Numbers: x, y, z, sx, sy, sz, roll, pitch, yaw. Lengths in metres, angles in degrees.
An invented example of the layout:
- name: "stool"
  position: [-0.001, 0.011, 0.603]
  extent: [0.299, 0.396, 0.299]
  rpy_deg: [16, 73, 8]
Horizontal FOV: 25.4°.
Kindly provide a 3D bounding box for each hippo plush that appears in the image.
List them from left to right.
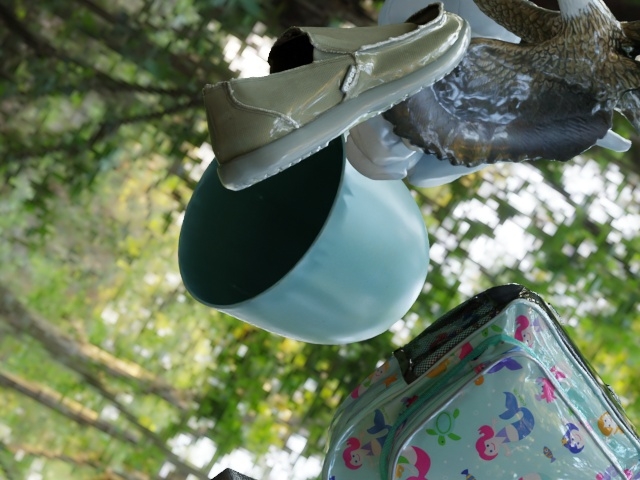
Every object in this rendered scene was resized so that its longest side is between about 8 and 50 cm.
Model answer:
- name: "hippo plush"
  position: [0.151, -0.203, 1.573]
  extent: [0.294, 0.234, 0.236]
  rpy_deg: [-11, -102, 32]

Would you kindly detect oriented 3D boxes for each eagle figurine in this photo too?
- name: "eagle figurine"
  position: [0.223, -0.188, 1.368]
  extent: [0.226, 0.298, 0.225]
  rpy_deg: [-22, 112, -65]

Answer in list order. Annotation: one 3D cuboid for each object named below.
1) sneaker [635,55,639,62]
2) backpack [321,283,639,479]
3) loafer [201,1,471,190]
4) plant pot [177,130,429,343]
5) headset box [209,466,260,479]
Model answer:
- name: "sneaker"
  position: [0.443, -0.251, 1.926]
  extent: [0.109, 0.043, 0.040]
  rpy_deg: [-28, 177, -31]
- name: "backpack"
  position: [0.131, 0.190, 1.209]
  extent: [0.253, 0.225, 0.191]
  rpy_deg: [-35, -171, 10]
- name: "loafer"
  position: [0.013, -0.127, 1.051]
  extent: [0.251, 0.087, 0.094]
  rpy_deg: [-34, -172, -35]
- name: "plant pot"
  position: [0.000, 0.000, 1.840]
  extent: [0.293, 0.235, 0.293]
  rpy_deg: [-27, -133, 33]
- name: "headset box"
  position: [-0.109, 0.370, 1.317]
  extent: [0.293, 0.110, 0.218]
  rpy_deg: [-37, -128, 12]
